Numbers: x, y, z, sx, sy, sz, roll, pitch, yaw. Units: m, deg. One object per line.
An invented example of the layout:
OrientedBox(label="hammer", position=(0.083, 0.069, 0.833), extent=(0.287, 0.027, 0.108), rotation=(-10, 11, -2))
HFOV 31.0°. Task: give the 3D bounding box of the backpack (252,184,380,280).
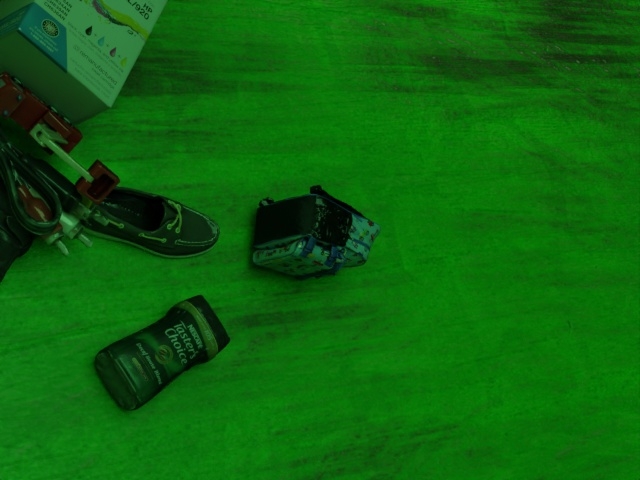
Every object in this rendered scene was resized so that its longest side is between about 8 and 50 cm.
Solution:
OrientedBox(label="backpack", position=(0.000, 0.000, 1.783), extent=(0.173, 0.158, 0.117), rotation=(22, 68, -38))

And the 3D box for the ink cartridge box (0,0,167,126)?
OrientedBox(label="ink cartridge box", position=(-0.358, -0.303, 1.637), extent=(0.171, 0.168, 0.233), rotation=(41, 53, -30))

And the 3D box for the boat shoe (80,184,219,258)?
OrientedBox(label="boat shoe", position=(-0.244, -0.028, 1.681), extent=(0.227, 0.068, 0.081), rotation=(11, 65, -29))

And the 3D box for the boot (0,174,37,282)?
OrientedBox(label="boot", position=(-0.495, -0.023, 1.518), extent=(0.263, 0.091, 0.229), rotation=(36, 50, -21))

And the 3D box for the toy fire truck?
OrientedBox(label="toy fire truck", position=(-0.362, -0.139, 1.545), extent=(0.047, 0.135, 0.192), rotation=(-47, 119, 5))

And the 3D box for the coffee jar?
OrientedBox(label="coffee jar", position=(-0.218, 0.153, 1.618), extent=(0.184, 0.079, 0.096), rotation=(-33, 91, -38))

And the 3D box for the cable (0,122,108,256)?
OrientedBox(label="cable", position=(-0.417, -0.091, 1.543), extent=(0.287, 0.072, 0.139), rotation=(40, 34, 1))
